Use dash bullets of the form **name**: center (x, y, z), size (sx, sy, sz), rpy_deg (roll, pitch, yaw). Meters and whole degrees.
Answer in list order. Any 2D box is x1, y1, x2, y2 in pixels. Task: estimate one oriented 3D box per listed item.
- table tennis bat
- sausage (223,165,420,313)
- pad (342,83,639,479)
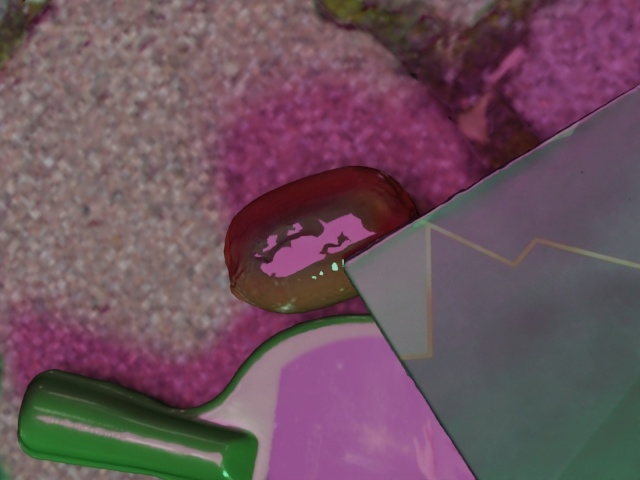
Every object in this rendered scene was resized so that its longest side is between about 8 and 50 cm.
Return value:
- **table tennis bat**: center (-0.019, 0.104, 0.836), size (0.257, 0.039, 0.160), rpy_deg (11, 92, 14)
- **sausage**: center (0.000, 0.000, 0.817), size (0.094, 0.054, 0.059), rpy_deg (-19, 85, 16)
- **pad**: center (0.151, 0.016, 0.770), size (0.243, 0.004, 0.163), rpy_deg (-32, 95, 11)
